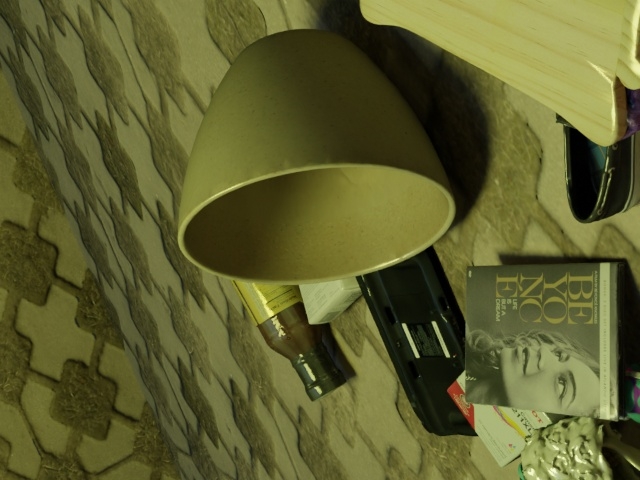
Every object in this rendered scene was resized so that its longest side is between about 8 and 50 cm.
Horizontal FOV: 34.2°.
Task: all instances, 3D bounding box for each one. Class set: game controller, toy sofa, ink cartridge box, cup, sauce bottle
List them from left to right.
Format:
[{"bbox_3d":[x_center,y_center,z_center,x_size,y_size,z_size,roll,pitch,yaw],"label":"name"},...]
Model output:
[{"bbox_3d":[-0.070,0.110,1.778,0.344,0.111,0.111,61,155,5],"label":"sauce bottle"},{"bbox_3d":[-0.017,-0.115,1.280,0.331,0.331,0.237,119,147,-60],"label":"cup"},{"bbox_3d":[0.000,0.000,1.634,0.181,0.056,0.225,129,130,-63],"label":"ink cartridge box"},{"bbox_3d":[0.147,0.134,1.467,0.166,0.067,0.319,-14,102,50],"label":"game controller"},{"bbox_3d":[0.245,0.191,1.301,0.127,0.072,0.175,55,154,18],"label":"ink cartridge box"},{"bbox_3d":[0.187,-0.243,0.899,0.362,0.150,0.177,38,144,41],"label":"toy sofa"}]

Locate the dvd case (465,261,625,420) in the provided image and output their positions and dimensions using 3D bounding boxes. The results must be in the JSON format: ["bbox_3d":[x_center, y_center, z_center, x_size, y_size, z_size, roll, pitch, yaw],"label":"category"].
[{"bbox_3d":[0.245,0.108,1.163,0.221,0.018,0.165,-3,84,52],"label":"dvd case"}]

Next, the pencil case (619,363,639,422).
[{"bbox_3d":[0.363,0.146,1.044,0.070,0.064,0.151,39,155,-7],"label":"pencil case"}]

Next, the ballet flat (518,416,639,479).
[{"bbox_3d":[0.385,0.349,1.117,0.409,0.147,0.147,48,152,10],"label":"ballet flat"}]

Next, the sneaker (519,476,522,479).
[{"bbox_3d":[0.328,0.419,1.297,0.319,0.131,0.112,56,155,14],"label":"sneaker"}]

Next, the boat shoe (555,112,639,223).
[{"bbox_3d":[0.254,-0.118,0.980,0.080,0.076,0.229,32,141,48],"label":"boat shoe"}]
